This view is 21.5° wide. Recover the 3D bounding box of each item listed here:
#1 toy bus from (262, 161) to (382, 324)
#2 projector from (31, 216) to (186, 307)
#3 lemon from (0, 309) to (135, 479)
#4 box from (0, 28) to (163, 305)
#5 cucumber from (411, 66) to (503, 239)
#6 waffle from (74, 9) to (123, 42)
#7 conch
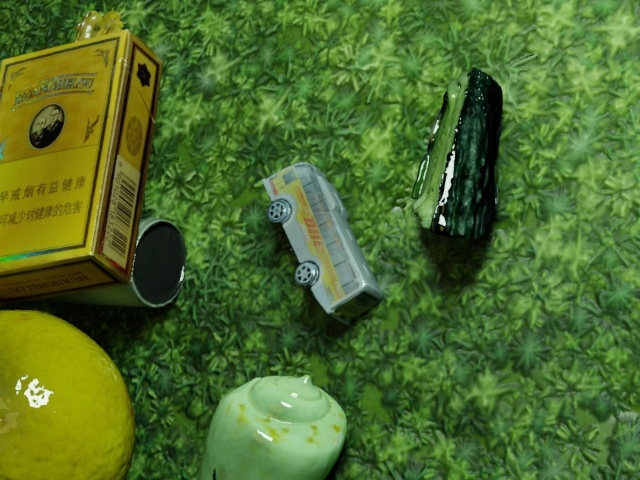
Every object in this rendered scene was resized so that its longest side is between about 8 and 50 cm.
[{"bbox_3d":[0.000,0.000,1.868,0.075,0.064,0.190,-32,61,16],"label":"toy bus"},{"bbox_3d":[-0.324,0.023,2.048,0.337,0.108,0.108,1,77,33],"label":"projector"},{"bbox_3d":[-0.336,0.208,1.920,0.267,0.267,0.267,-10,72,31],"label":"lemon"},{"bbox_3d":[-0.301,-0.086,1.968,0.192,0.084,0.302,-9,60,26],"label":"box"},{"bbox_3d":[0.150,-0.081,1.782,0.085,0.115,0.193,11,74,-9],"label":"cucumber"},{"bbox_3d":[-0.349,-0.148,2.137,0.293,0.069,0.260,-23,64,28],"label":"waffle"},{"bbox_3d":[-0.074,0.245,1.829,0.143,0.137,0.251,41,122,8],"label":"conch"}]
